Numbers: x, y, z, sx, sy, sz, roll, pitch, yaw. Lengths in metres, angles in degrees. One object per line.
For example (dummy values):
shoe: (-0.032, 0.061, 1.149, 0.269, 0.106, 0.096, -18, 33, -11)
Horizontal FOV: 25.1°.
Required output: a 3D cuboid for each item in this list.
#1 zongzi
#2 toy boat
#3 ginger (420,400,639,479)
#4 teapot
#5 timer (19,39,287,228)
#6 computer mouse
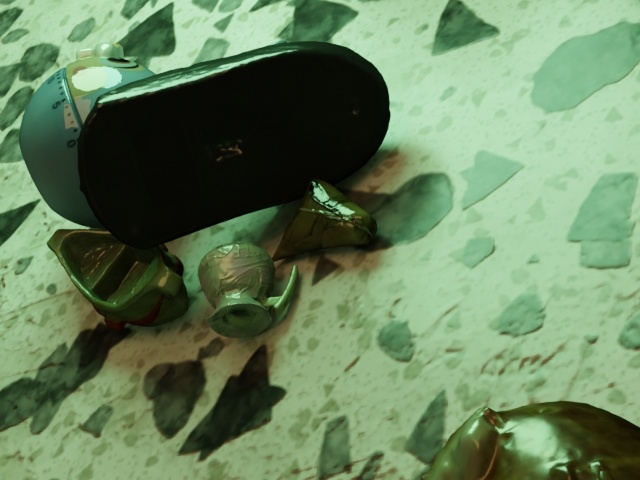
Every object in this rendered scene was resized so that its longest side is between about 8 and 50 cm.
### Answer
zongzi: (0.000, 0.000, 1.172, 0.083, 0.040, 0.076, -54, 45, 3)
toy boat: (-0.167, 0.032, 1.250, 0.185, 0.071, 0.089, 15, 66, 46)
ginger: (0.139, 0.203, 0.708, 0.176, 0.254, 0.418, -41, 33, 10)
teapot: (-0.058, 0.042, 1.167, 0.083, 0.064, 0.064, -4, 52, -4)
timer: (-0.164, -0.126, 1.318, 0.255, 0.175, 0.175, -48, 38, 2)
computer mouse: (-0.075, -0.088, 1.219, 0.269, 0.138, 0.086, -18, 13, -7)
